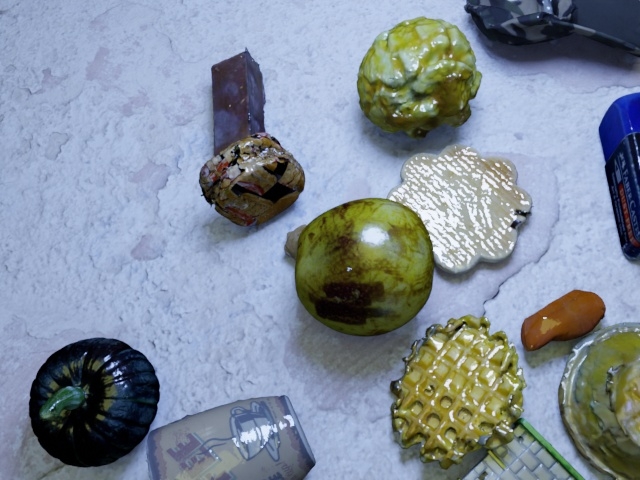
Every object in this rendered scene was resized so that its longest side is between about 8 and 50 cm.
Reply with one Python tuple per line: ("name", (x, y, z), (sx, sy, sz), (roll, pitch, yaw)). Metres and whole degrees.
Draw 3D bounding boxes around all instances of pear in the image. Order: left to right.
("pear", (0.080, 0.050, 1.065), (0.283, 0.283, 0.284), (-3, 68, 7))

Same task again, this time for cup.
("cup", (-0.132, 0.432, 0.992), (0.257, 0.227, 0.301), (-22, 96, -6))

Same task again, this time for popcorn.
("popcorn", (0.210, -0.350, 1.224), (0.282, 0.282, 0.247), (-7, 70, 5))

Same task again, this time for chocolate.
("chocolate", (-0.201, -0.305, 1.345), (0.111, 0.112, 0.321), (-11, 68, 14))

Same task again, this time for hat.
("hat", (0.562, -0.519, 1.317), (0.381, 0.257, 0.366), (35, 55, -17))

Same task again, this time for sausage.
("sausage", (0.463, 0.155, 1.072), (0.179, 0.089, 0.089), (-24, 67, -8))

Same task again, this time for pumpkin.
("pumpkin", (-0.442, 0.305, 1.050), (0.247, 0.248, 0.248), (-3, 68, 7))

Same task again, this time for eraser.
("eraser", (0.656, -0.131, 1.121), (0.101, 0.155, 0.332), (-4, 68, 8))

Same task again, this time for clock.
("clock", (0.340, 0.478, 0.955), (0.255, 0.106, 0.220), (-42, 68, -4))

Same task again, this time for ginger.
("ginger", (0.000, 0.007, 1.205), (0.165, 0.067, 0.096), (-11, 54, 2))

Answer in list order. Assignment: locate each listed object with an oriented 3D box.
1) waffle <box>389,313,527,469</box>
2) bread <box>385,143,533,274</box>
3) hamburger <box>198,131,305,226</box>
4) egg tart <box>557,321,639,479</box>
("waffle", (0.245, 0.273, 1.032), (0.262, 0.060, 0.281), (-20, 49, 20))
("bread", (0.297, -0.070, 1.202), (0.315, 0.054, 0.316), (-2, 69, 6))
("hamburger", (-0.144, -0.120, 1.192), (0.231, 0.231, 0.107), (-30, 60, -5))
("egg tart", (0.590, 0.286, 0.982), (0.314, 0.120, 0.315), (-2, 71, 6))
